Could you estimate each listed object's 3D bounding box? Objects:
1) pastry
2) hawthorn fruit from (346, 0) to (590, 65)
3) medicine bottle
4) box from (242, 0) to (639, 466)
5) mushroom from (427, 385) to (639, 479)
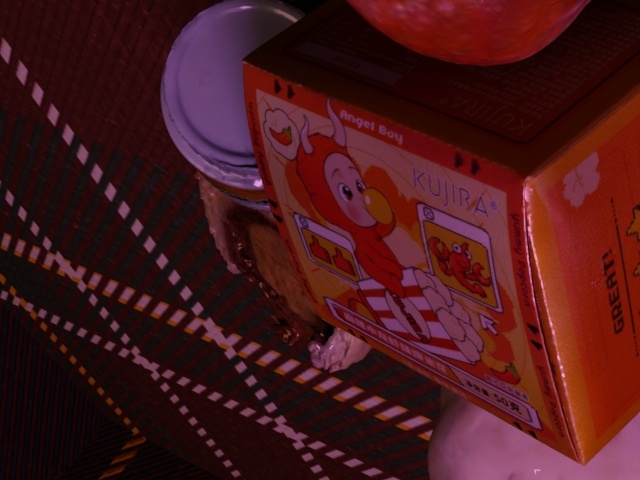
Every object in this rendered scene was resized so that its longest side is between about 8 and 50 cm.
[{"bbox_3d":[-0.006,-0.007,1.634,0.256,0.170,0.237,24,139,60],"label":"pastry"},{"bbox_3d":[0.072,-0.243,0.909,0.271,0.242,0.242,38,160,7],"label":"hawthorn fruit"},{"bbox_3d":[-0.050,-0.113,1.341,0.158,0.158,0.318,36,177,3],"label":"medicine bottle"},{"bbox_3d":[0.126,-0.036,1.112,0.283,0.214,0.260,27,143,44],"label":"box"},{"bbox_3d":[0.264,0.183,1.452,0.314,0.314,0.336,31,-178,17],"label":"mushroom"}]
